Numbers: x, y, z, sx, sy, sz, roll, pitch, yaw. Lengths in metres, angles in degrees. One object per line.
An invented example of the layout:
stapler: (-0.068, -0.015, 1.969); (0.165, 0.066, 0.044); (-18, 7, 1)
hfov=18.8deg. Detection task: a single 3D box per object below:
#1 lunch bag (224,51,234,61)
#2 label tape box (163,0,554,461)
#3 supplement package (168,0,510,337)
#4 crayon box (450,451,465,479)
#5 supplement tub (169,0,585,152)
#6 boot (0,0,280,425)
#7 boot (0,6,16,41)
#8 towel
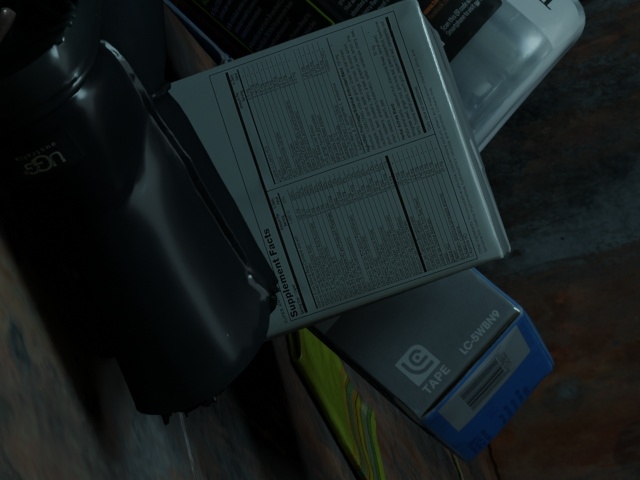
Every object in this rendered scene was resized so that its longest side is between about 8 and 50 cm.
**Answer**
lunch bag: (0.006, -0.068, 1.731); (0.258, 0.120, 0.293); (-77, 146, -70)
label tape box: (0.000, 0.000, 1.365); (0.334, 0.106, 0.240); (41, -2, 17)
supplement package: (-0.011, -0.028, 1.100); (0.194, 0.203, 0.149); (-2, 73, -83)
crayon box: (0.135, 0.367, 1.717); (0.318, 0.081, 0.202); (-98, 168, -53)
supplement tub: (0.013, -0.189, 1.357); (0.316, 0.193, 0.193); (42, 7, 3)
boot: (-0.094, -0.053, 0.954); (0.246, 0.094, 0.207); (-86, 154, -54)
boot: (-0.151, -0.154, 0.800); (0.248, 0.090, 0.206); (-50, 148, -86)
towel: (0.013, 0.125, 1.639); (0.237, 0.021, 0.102); (63, 10, -49)
